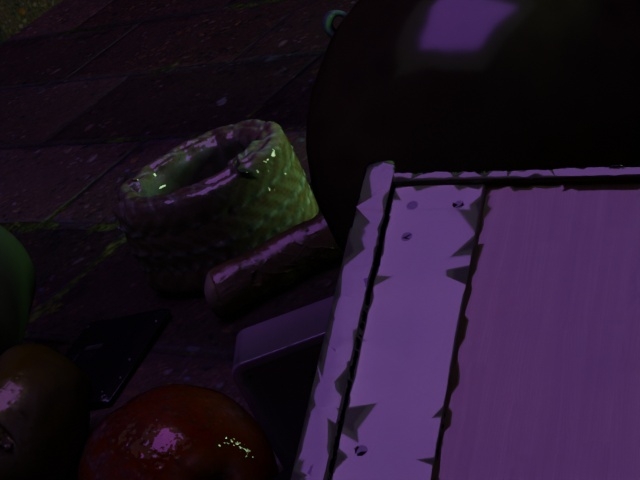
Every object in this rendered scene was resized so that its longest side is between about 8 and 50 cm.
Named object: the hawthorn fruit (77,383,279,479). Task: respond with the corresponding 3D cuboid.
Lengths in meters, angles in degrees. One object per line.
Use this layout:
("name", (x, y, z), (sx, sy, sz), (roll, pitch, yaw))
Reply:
("hawthorn fruit", (-0.119, 0.212, 1.276), (0.172, 0.173, 0.173), (-21, 25, 10))

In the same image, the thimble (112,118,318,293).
("thimble", (-0.127, -0.045, 1.815), (0.229, 0.148, 0.196), (-15, 26, 18))

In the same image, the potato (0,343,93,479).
("potato", (-0.322, 0.198, 1.527), (0.154, 0.137, 0.200), (-3, 34, 42))

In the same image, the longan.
("longan", (0.175, -0.126, 1.473), (0.404, 0.336, 0.405), (-7, 65, 15))

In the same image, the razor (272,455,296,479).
("razor", (-0.013, 0.264, 1.125), (0.349, 0.113, 0.204), (-39, 31, -31))

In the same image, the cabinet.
("cabinet", (0.183, 0.119, 0.946), (0.318, 0.227, 0.290), (-2, 53, 21))

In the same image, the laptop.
("laptop", (-0.262, 0.143, 1.727), (0.129, 0.016, 0.180), (-13, 29, 29))

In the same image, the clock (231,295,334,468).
("clock", (0.037, 0.122, 1.317), (0.197, 0.150, 0.063), (-21, 28, 11))

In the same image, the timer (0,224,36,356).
("timer", (-0.481, 0.154, 1.683), (0.290, 0.291, 0.315), (-19, 49, 15))

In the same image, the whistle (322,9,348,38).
("whistle", (0.142, -0.271, 2.044), (0.289, 0.164, 0.163), (15, 33, 3))

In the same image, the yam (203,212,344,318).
("yam", (0.000, 0.000, 1.704), (0.299, 0.066, 0.066), (-29, 24, -2))
